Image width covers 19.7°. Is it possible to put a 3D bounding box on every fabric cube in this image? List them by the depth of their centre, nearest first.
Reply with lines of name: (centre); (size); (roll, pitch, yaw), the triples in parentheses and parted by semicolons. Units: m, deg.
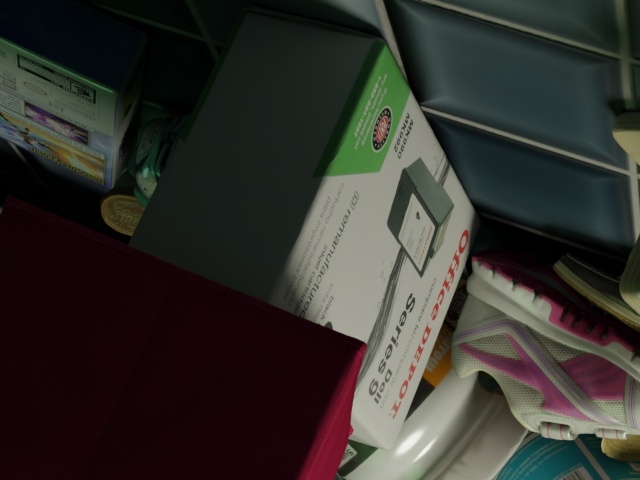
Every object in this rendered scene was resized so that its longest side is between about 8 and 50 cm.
fabric cube: (-0.134, 0.166, 1.215); (0.259, 0.258, 0.254); (22, 161, 7)

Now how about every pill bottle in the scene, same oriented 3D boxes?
pill bottle: (0.033, 0.106, 1.567); (0.278, 0.162, 0.162); (42, 162, 1)
pill bottle: (0.216, 0.216, 1.664); (0.146, 0.146, 0.264); (39, -168, -38)

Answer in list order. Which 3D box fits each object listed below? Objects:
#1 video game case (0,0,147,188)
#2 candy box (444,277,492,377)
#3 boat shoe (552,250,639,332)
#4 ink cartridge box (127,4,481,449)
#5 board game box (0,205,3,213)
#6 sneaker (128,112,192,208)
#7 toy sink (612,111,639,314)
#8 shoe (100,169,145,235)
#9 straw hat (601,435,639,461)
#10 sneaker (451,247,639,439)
video game case: (-0.276, -0.157, 1.507); (0.270, 0.061, 0.244); (25, 162, 0)
candy box: (0.162, 0.083, 1.631); (0.187, 0.053, 0.109); (9, 156, 39)
boat shoe: (0.249, 0.046, 1.402); (0.152, 0.049, 0.056); (32, -176, 16)
ink cartridge box: (0.000, 0.000, 1.340); (0.122, 0.211, 0.289); (15, 161, 26)
board game box: (-0.249, 0.036, 2.001); (0.390, 0.050, 0.390); (18, 163, 1)
sneaker: (-0.100, -0.052, 1.506); (0.122, 0.110, 0.283); (35, 160, -1)
toy sink: (0.282, 0.015, 1.121); (0.234, 0.131, 0.153); (6, 154, 49)
shoe: (-0.091, -0.017, 1.696); (0.219, 0.058, 0.076); (19, 132, 6)
straw hat: (0.285, 0.123, 1.553); (0.061, 0.144, 0.144); (63, -176, 31)
sneaker: (0.211, 0.110, 1.452); (0.252, 0.111, 0.103); (32, -159, 19)
